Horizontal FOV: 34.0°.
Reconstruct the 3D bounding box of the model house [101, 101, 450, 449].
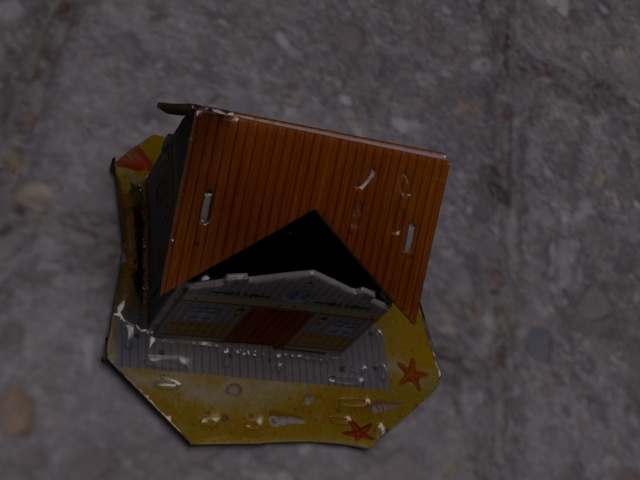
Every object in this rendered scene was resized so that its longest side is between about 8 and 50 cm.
[{"bbox_3d":[0.000,0.000,0.597,0.219,0.136,0.207,9,57,-23],"label":"model house"}]
